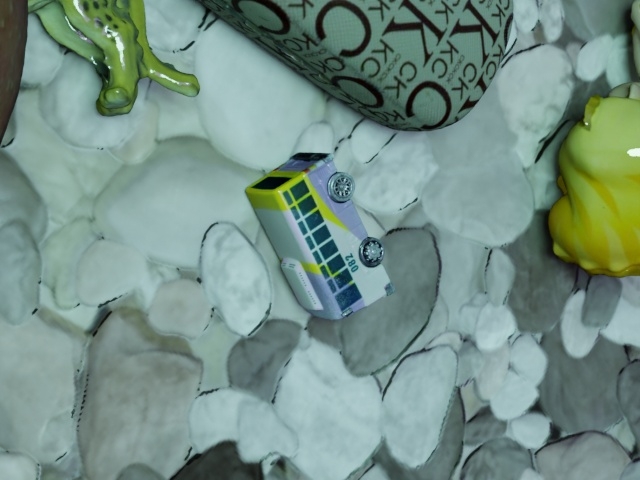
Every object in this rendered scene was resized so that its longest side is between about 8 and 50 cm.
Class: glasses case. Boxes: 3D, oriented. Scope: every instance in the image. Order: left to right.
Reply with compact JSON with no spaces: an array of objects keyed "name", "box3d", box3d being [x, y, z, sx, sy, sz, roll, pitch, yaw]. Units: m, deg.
[{"name":"glasses case","box3d":[-0.024,-0.192,0.683,0.355,0.085,0.137,32,76,-28]}]

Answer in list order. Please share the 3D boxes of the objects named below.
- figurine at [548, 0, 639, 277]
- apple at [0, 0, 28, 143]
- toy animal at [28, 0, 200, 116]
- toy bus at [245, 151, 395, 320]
[{"name":"figurine","box3d":[0.243,-0.080,0.839,0.156,0.131,0.246,34,67,-44]},{"name":"apple","box3d":[-0.262,-0.076,0.440,0.306,0.306,0.235,-19,107,-27]},{"name":"toy animal","box3d":[-0.158,-0.133,0.625,0.181,0.073,0.136,-7,92,-26]},{"name":"toy bus","box3d":[0.000,0.000,0.739,0.058,0.052,0.102,-33,109,-22]}]
